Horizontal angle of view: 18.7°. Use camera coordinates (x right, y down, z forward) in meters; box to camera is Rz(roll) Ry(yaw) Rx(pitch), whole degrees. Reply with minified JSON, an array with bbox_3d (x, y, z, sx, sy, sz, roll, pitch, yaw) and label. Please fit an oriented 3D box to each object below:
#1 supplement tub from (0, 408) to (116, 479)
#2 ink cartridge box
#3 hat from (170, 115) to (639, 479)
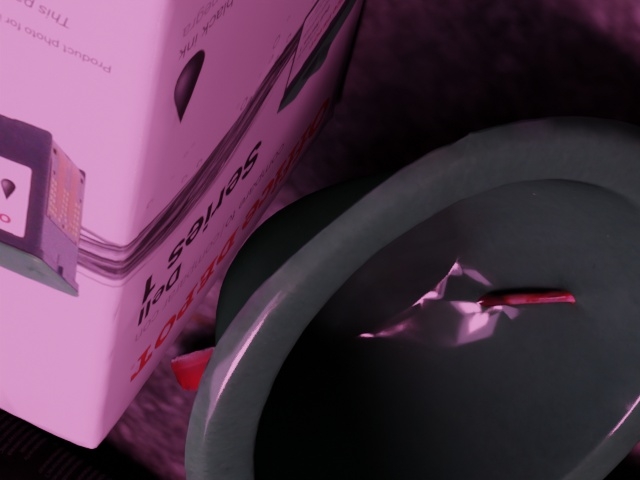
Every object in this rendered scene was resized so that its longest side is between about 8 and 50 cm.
[{"bbox_3d":[-0.149,0.134,0.845,0.190,0.117,0.117,32,143,3],"label":"supplement tub"},{"bbox_3d":[-0.048,-0.073,0.509,0.092,0.160,0.219,27,143,9],"label":"ink cartridge box"},{"bbox_3d":[0.000,0.000,0.638,0.173,0.208,0.183,33,-165,-43],"label":"hat"}]
